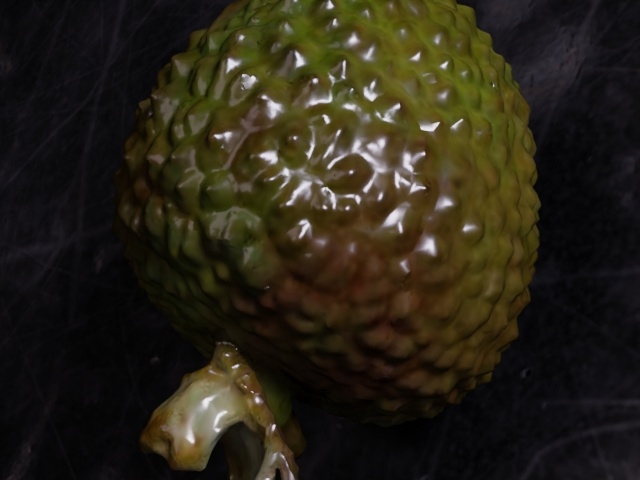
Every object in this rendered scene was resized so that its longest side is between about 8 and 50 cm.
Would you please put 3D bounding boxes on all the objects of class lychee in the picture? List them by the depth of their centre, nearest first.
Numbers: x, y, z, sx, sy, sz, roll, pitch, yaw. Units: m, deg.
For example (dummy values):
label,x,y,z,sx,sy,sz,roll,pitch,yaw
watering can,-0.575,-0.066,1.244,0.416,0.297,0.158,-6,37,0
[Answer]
label,x,y,z,sx,sy,sz,roll,pitch,yaw
lychee,0.005,-0.010,0.793,0.270,0.270,0.320,35,102,45
